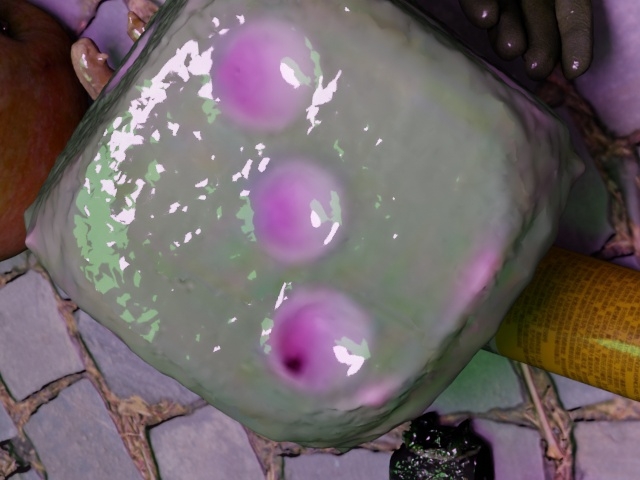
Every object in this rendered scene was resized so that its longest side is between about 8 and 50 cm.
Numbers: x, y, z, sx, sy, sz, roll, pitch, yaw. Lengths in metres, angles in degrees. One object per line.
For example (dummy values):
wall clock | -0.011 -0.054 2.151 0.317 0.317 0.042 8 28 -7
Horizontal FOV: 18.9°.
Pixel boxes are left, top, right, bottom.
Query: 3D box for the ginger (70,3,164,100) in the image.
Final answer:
ginger | -0.095 -0.174 1.706 0.258 0.065 0.149 -28 128 34

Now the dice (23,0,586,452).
dice | -0.014 -0.048 1.487 0.330 0.318 0.322 36 99 -10

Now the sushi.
sushi | 0.111 0.204 1.749 0.083 0.056 0.085 10 116 31

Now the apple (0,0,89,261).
apple | -0.337 -0.112 1.797 0.257 0.257 0.234 41 114 14

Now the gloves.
gloves | 0.143 -0.244 1.503 0.135 0.107 0.268 -29 75 31

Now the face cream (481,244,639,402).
face cream | 0.277 0.083 1.551 0.348 0.105 0.105 17 119 28
